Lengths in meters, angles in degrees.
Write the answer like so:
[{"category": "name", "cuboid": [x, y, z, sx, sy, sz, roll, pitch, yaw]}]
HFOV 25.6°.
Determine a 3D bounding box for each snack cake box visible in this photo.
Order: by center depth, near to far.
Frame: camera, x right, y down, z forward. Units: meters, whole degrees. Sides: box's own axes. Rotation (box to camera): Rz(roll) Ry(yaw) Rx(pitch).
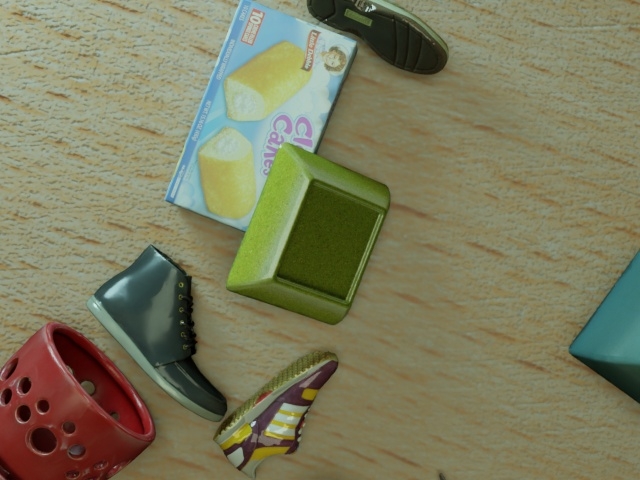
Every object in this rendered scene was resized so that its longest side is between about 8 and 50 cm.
[{"category": "snack cake box", "cuboid": [-0.070, -0.143, 1.720, 0.152, 0.089, 0.264, 21, 90, 1]}]

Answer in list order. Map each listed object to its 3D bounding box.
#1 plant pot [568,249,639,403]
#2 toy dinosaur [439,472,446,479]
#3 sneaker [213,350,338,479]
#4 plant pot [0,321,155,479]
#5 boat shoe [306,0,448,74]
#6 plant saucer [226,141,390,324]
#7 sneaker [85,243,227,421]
[{"category": "plant pot", "cuboid": [0.421, 0.119, 1.644, 0.165, 0.234, 0.165, 36, 90, 1]}, {"category": "toy dinosaur", "cuboid": [0.105, 0.414, 1.693, 0.200, 0.127, 0.296, -28, 85, 1]}, {"category": "sneaker", "cuboid": [-0.040, 0.214, 1.736, 0.185, 0.069, 0.084, -38, 99, 6]}, {"category": "plant pot", "cuboid": [-0.320, 0.220, 1.673, 0.174, 0.191, 0.191, -41, 90, 3]}, {"category": "boat shoe", "cuboid": [0.079, -0.272, 1.727, 0.190, 0.072, 0.068, 32, 125, 5]}, {"category": "plant saucer", "cuboid": [0.000, 0.000, 1.686, 0.188, 0.045, 0.188, 21, 90, -41]}, {"category": "sneaker", "cuboid": [-0.172, 0.114, 1.724, 0.222, 0.083, 0.118, 45, 90, 1]}]
